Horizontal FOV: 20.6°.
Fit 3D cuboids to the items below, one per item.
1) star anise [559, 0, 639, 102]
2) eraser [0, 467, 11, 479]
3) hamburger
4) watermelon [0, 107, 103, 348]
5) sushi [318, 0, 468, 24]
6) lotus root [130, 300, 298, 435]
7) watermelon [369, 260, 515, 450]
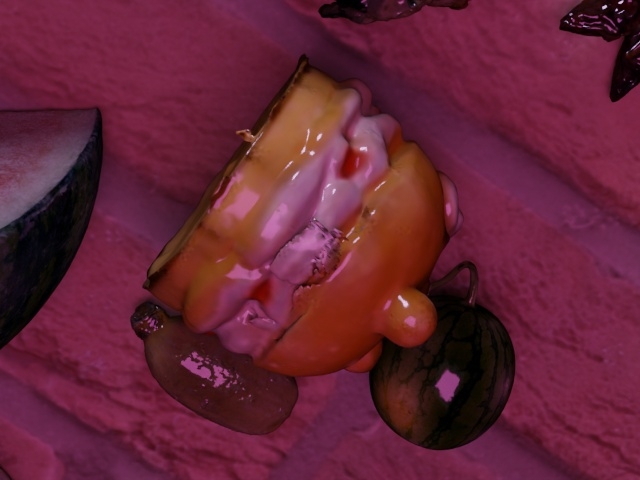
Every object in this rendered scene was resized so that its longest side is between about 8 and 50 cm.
[{"bbox_3d":[0.324,-0.187,1.630,0.212,0.053,0.157,-4,108,-3],"label":"star anise"},{"bbox_3d":[-0.463,0.216,1.722,0.210,0.092,0.274,-37,108,10],"label":"eraser"},{"bbox_3d":[0.000,0.000,1.570,0.237,0.276,0.276,36,104,-5],"label":"hamburger"},{"bbox_3d":[-0.339,-0.014,1.639,0.250,0.293,0.283,-9,146,-41],"label":"watermelon"},{"bbox_3d":[0.069,-0.274,1.500,0.218,0.238,0.225,37,120,-18],"label":"sushi"},{"bbox_3d":[-0.107,0.124,1.708,0.183,0.077,0.090,35,104,-15],"label":"lotus root"},{"bbox_3d":[0.123,0.108,1.678,0.140,0.141,0.187,18,108,-8],"label":"watermelon"}]
